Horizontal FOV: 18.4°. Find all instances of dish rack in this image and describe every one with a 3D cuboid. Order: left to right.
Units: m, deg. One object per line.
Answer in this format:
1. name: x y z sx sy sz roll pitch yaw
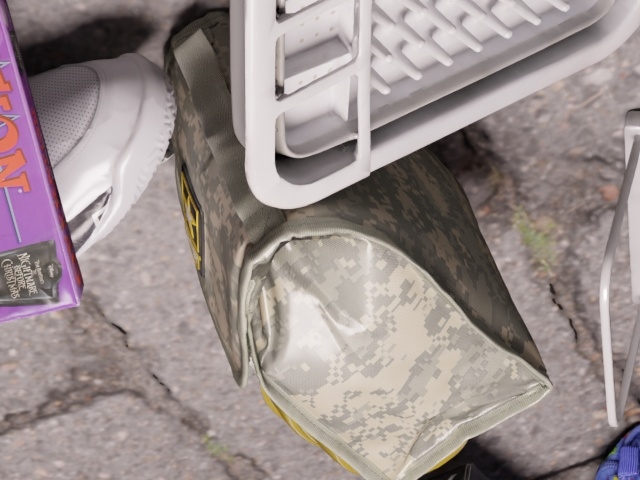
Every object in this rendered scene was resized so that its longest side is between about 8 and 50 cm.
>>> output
1. dish rack: 0.075 -0.190 1.162 0.333 0.072 0.285 -26 139 -26

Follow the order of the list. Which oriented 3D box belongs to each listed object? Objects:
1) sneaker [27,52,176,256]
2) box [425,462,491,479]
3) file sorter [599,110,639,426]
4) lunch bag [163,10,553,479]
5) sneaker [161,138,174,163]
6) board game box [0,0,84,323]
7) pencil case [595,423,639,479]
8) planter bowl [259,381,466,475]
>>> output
1. sneaker: -0.287 -0.056 1.287 0.366 0.137 0.210 -23 142 18
2. box: 0.113 0.353 1.838 0.293 0.073 0.295 -27 124 34
3. file sorter: 0.354 0.041 1.448 0.277 0.173 0.193 5 136 16
4. lunch bag: 0.000 0.000 1.345 0.169 0.235 0.287 -35 134 14
5. sneaker: -0.143 -0.060 1.411 0.083 0.031 0.035 -15 174 -12
6. board game box: -0.282 -0.104 1.161 0.208 0.056 0.347 -15 106 -2
7. pencil case: 0.289 0.298 1.872 0.133 0.119 0.306 12 137 -5
8. planter bowl: 0.062 0.137 1.645 0.217 0.090 0.217 -7 140 -6
